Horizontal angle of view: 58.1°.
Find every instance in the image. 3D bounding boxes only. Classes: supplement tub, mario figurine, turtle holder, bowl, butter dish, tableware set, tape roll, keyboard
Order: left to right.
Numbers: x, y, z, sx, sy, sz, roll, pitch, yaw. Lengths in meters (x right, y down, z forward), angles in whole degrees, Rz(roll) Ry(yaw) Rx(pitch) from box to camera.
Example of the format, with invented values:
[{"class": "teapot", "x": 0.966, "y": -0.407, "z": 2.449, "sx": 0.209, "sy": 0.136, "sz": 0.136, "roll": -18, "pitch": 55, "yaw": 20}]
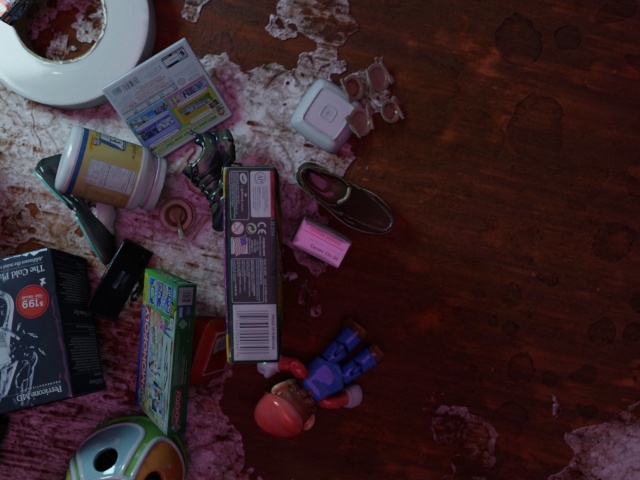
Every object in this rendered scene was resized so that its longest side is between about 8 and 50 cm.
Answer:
[{"class": "tape roll", "x": -0.561, "y": -0.484, "z": 1.270, "sx": 0.392, "sy": 0.072, "sz": 0.392, "roll": 0, "pitch": 94, "yaw": -1}, {"class": "turtle holder", "x": -0.464, "y": 0.518, "z": 1.270, "sx": 0.320, "sy": 0.227, "sz": 0.243, "roll": 12, "pitch": 95, "yaw": -3}, {"class": "supplement tub", "x": -0.447, "y": -0.148, "z": 1.236, "sx": 0.200, "sy": 0.144, "sz": 0.144, "roll": 16, "pitch": 94, "yaw": -28}, {"class": "keyboard", "x": -0.447, "y": 0.095, "z": 1.312, "sx": 0.108, "sy": 0.023, "sz": 0.180, "roll": 36, "pitch": 76, "yaw": -39}, {"class": "tableware set", "x": -0.299, "y": -0.101, "z": 1.320, "sx": 0.128, "sy": 0.039, "sz": 0.194, "roll": 35, "pitch": 92, "yaw": -4}, {"class": "butter dish", "x": -0.272, "y": 0.230, "z": 1.308, "sx": 0.118, "sy": 0.160, "sz": 0.160, "roll": 22, "pitch": 94, "yaw": 21}, {"class": "mario figurine", "x": -0.019, "y": 0.320, "z": 1.341, "sx": 0.320, "sy": 0.170, "sz": 0.198, "roll": -37, "pitch": 58, "yaw": -9}, {"class": "bowl", "x": 0.017, "y": -0.285, "z": 1.308, "sx": 0.142, "sy": 0.053, "sz": 0.142, "roll": 34, "pitch": 91, "yaw": -4}, {"class": "tableware set", "x": 0.113, "y": -0.317, "z": 1.293, "sx": 0.169, "sy": 0.020, "sz": 0.141, "roll": -29, "pitch": 105, "yaw": -28}]

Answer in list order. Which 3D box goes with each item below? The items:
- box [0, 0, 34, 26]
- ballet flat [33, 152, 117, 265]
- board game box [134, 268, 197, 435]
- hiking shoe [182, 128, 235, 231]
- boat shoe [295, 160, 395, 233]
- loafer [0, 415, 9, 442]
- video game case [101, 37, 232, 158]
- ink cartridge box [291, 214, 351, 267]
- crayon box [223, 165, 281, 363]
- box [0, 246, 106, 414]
[{"class": "box", "x": -0.686, "y": -0.591, "z": 1.201, "sx": 0.233, "sy": 0.044, "sz": 0.159, "roll": 44, "pitch": 92, "yaw": -3}, {"class": "ballet flat", "x": -0.525, "y": -0.079, "z": 1.293, "sx": 0.096, "sy": 0.095, "sz": 0.280, "roll": -36, "pitch": 94, "yaw": -11}, {"class": "board game box", "x": -0.343, "y": 0.234, "z": 1.265, "sx": 0.046, "sy": 0.213, "sz": 0.317, "roll": 2, "pitch": 95, "yaw": -36}, {"class": "hiking shoe", "x": -0.246, "y": -0.132, "z": 1.278, "sx": 0.114, "sy": 0.086, "sz": 0.227, "roll": 1, "pitch": 92, "yaw": -4}, {"class": "boat shoe", "x": 0.055, "y": -0.089, "z": 1.301, "sx": 0.257, "sy": 0.095, "sz": 0.095, "roll": 28, "pitch": 93, "yaw": -3}, {"class": "loafer", "x": -0.765, "y": 0.437, "z": 1.329, "sx": 0.078, "sy": 0.080, "sz": 0.220, "roll": -3, "pitch": 94, "yaw": -1}, {"class": "video game case", "x": -0.335, "y": -0.307, "z": 1.277, "sx": 0.212, "sy": 0.023, "sz": 0.193, "roll": -31, "pitch": 118, "yaw": 1}, {"class": "ink cartridge box", "x": 0.000, "y": 0.000, "z": 1.256, "sx": 0.115, "sy": 0.198, "sz": 0.067, "roll": 27, "pitch": 93, "yaw": -3}, {"class": "crayon box", "x": -0.130, "y": 0.035, "z": 1.197, "sx": 0.106, "sy": 0.313, "sz": 0.363, "roll": -1, "pitch": 95, "yaw": -2}, {"class": "box", "x": -0.677, "y": 0.211, "z": 1.233, "sx": 0.343, "sy": 0.179, "sz": 0.312, "roll": -14, "pitch": 81, "yaw": 0}]
